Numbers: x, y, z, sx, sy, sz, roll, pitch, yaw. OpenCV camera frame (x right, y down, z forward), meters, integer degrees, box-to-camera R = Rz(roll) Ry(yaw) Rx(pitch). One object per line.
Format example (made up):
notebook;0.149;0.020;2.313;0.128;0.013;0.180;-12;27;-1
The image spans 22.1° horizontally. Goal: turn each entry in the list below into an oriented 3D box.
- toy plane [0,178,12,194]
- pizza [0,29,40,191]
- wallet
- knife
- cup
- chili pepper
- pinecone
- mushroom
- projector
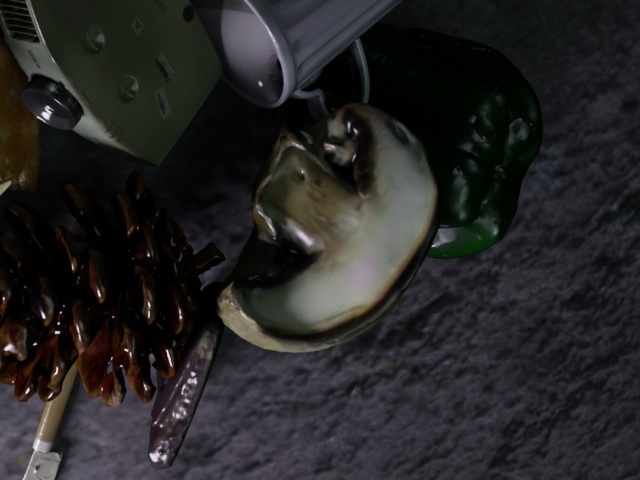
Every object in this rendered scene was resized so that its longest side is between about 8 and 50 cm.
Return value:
toy plane;-0.387;-0.102;1.489;0.256;0.242;0.104;-49;170;34
pizza;-0.333;-0.143;1.579;0.246;0.058;0.127;57;44;-51
wallet;-0.147;0.144;1.792;0.049;0.229;0.182;23;97;-7
knife;-0.309;0.243;1.834;0.047;0.017;0.297;9;105;-50
cup;-0.020;-0.243;1.742;0.202;0.167;0.221;-39;140;-24
chili pepper;0.111;-0.111;1.858;0.233;0.257;0.248;2;108;-51
pinecone;-0.248;0.058;1.661;0.309;0.244;0.244;-8;117;-21
mushroom;0.008;0.000;1.718;0.190;0.164;0.267;20;77;-6
projector;-0.219;-0.199;1.610;0.193;0.088;0.269;-58;138;-25
